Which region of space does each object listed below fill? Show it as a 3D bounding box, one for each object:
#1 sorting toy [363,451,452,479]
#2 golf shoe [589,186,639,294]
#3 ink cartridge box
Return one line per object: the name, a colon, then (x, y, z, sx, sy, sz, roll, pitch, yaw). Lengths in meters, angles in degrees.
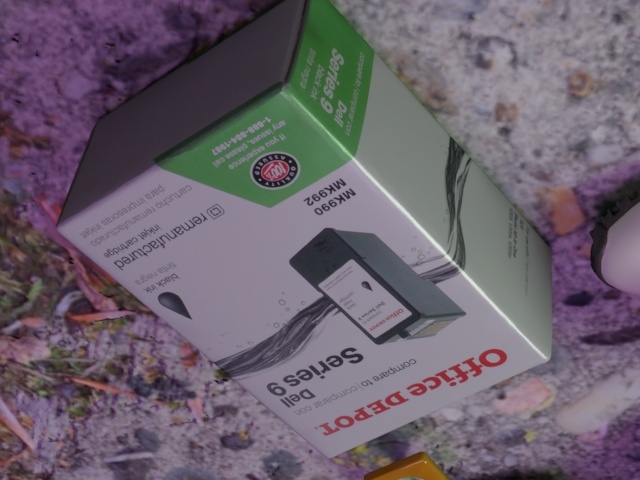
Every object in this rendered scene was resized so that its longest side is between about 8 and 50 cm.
sorting toy: (0.154, 0.291, 1.236, 0.196, 0.047, 0.348, -16, 128, 17)
golf shoe: (0.317, 0.011, 0.907, 0.272, 0.120, 0.105, -6, 132, 15)
ink cartridge box: (0.000, 0.000, 0.941, 0.211, 0.121, 0.289, -29, 123, 30)
